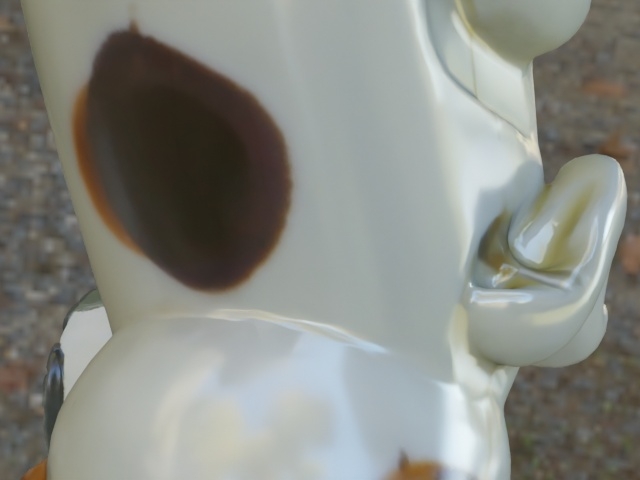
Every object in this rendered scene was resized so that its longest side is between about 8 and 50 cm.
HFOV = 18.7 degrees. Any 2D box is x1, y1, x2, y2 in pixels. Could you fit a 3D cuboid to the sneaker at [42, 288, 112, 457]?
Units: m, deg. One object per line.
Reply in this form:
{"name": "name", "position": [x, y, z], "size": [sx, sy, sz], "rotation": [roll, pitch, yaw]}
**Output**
{"name": "sneaker", "position": [0.013, 0.070, 1.225], "size": [0.182, 0.158, 0.410], "rotation": [19, 31, 28]}

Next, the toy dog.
{"name": "toy dog", "position": [0.000, 0.000, 0.864], "size": [0.284, 0.408, 0.395], "rotation": [2, -2, 20]}
